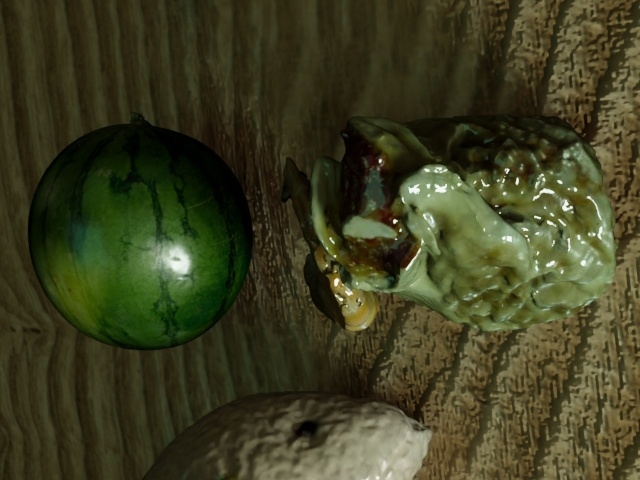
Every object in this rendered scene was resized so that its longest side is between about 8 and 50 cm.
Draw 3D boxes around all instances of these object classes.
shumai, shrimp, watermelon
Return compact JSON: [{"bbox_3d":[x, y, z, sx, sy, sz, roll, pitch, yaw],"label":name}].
[{"bbox_3d":[0.097,-0.011,1.256,0.256,0.218,0.189,-6,91,51],"label":"shumai"},{"bbox_3d":[-0.001,0.001,1.403,0.253,0.058,0.173,-120,5,-78],"label":"shrimp"},{"bbox_3d":[-0.188,-0.005,1.617,0.242,0.242,0.242,21,117,49],"label":"watermelon"}]

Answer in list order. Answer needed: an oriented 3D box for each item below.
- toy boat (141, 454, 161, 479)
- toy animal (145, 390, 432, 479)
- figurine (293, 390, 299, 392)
[{"bbox_3d":[-0.175,0.306,1.846,0.077,0.057,0.200,56,139,17],"label":"toy boat"},{"bbox_3d":[-0.070,0.260,1.497,0.358,0.226,0.188,-26,111,41],"label":"toy animal"},{"bbox_3d":[-0.031,0.195,1.631,0.050,0.047,0.083,20,112,60],"label":"figurine"}]
